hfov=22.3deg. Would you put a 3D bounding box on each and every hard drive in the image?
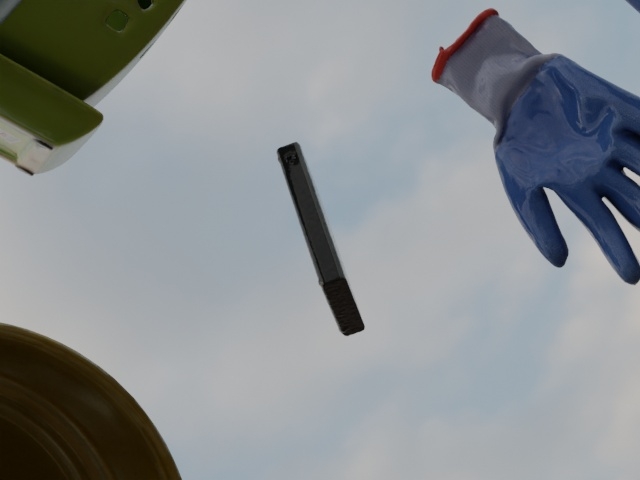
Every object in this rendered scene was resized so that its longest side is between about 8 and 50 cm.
[{"bbox_3d":[0.000,0.000,1.311,0.022,0.135,0.094,-19,-31,1],"label":"hard drive"}]

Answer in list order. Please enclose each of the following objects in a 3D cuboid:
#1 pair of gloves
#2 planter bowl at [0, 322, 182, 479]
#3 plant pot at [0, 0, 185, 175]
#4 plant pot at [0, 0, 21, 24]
[{"bbox_3d":[0.144,-0.086,0.745,0.198,0.159,0.023,-51,-25,24],"label":"pair of gloves"},{"bbox_3d":[-0.166,0.140,0.661,0.217,0.090,0.217,2,-94,-32],"label":"planter bowl"},{"bbox_3d":[-0.240,-0.186,1.286,0.227,0.228,0.207,29,-103,-12],"label":"plant pot"},{"bbox_3d":[-0.385,-0.141,1.015,0.334,0.341,0.341,-41,-36,9],"label":"plant pot"}]
